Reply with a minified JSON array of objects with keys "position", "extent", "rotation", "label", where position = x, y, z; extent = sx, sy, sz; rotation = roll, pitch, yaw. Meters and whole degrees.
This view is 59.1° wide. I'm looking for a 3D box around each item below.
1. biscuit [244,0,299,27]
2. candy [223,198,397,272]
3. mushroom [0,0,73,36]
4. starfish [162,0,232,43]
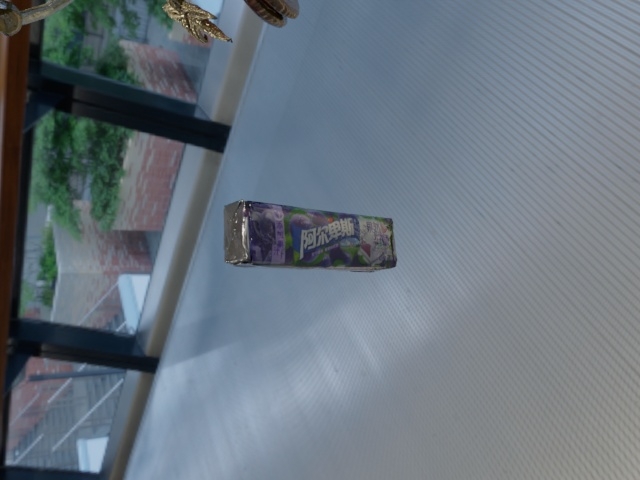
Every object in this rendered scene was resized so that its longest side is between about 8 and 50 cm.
[{"position":[-0.123,-0.489,1.030],"extent":[0.066,0.220,0.220],"rotation":[-34,57,24],"label":"biscuit"},{"position":[0.000,0.000,0.827],"extent":[0.061,0.312,0.088],"rotation":[-9,81,45],"label":"candy"},{"position":[-0.389,-0.368,0.810],"extent":[0.043,0.068,0.306],"rotation":[-20,41,18],"label":"mushroom"},{"position":[-0.304,-0.523,1.294],"extent":[0.227,0.240,0.043],"rotation":[26,87,26],"label":"starfish"}]
